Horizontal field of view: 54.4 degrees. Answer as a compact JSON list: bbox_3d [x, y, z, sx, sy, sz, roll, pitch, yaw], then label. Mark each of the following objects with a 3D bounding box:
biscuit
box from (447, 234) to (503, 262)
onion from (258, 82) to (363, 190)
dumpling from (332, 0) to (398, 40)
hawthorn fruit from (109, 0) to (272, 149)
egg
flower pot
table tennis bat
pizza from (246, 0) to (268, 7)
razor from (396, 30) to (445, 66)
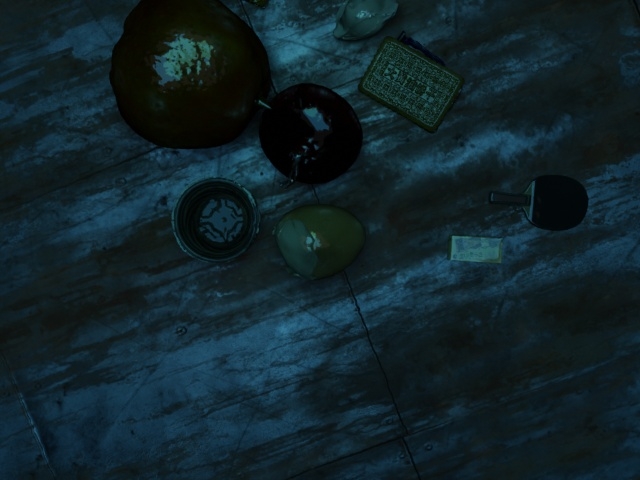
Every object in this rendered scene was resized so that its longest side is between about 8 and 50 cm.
[{"bbox_3d":[0.247,-0.422,1.692,0.255,0.029,0.172,30,101,-1],"label":"biscuit"},{"bbox_3d":[0.430,0.023,1.730,0.149,0.020,0.073,2,94,1],"label":"box"},{"bbox_3d":[-0.032,-0.257,1.602,0.273,0.285,0.272,8,128,10],"label":"onion"},{"bbox_3d":[0.112,-0.611,1.663,0.188,0.108,0.127,-22,69,19],"label":"dumpling"},{"bbox_3d":[-0.298,-0.402,1.538,0.404,0.403,0.402,0,94,1],"label":"hawthorn fruit"},{"bbox_3d":[0.000,0.000,1.651,0.245,0.201,0.200,-12,93,-10],"label":"egg"},{"bbox_3d":[-0.273,-0.056,1.682,0.236,0.140,0.235,0,95,0],"label":"flower pot"},{"bbox_3d":[0.602,-0.108,1.719,0.275,0.021,0.154,5,93,-1],"label":"table tennis bat"},{"bbox_3d":[-0.120,-0.729,1.664,0.306,0.085,0.161,-18,94,4],"label":"pizza"},{"bbox_3d":[0.279,-0.515,1.696,0.155,0.044,0.028,33,50,-4],"label":"razor"}]
